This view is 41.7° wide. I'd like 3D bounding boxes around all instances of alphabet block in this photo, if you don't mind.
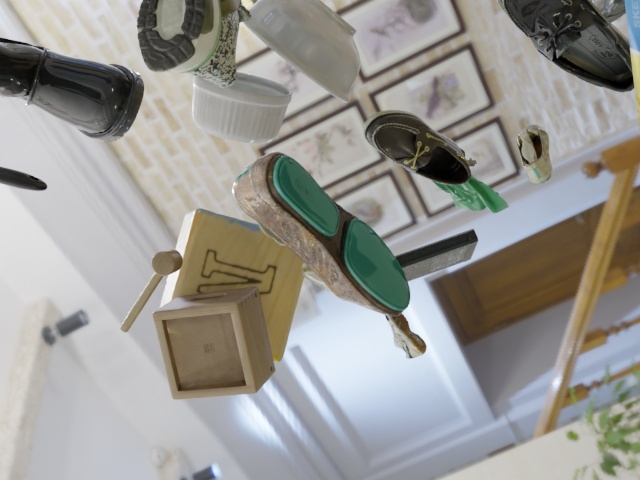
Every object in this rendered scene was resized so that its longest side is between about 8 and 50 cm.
[{"bbox_3d":[-0.142,0.069,1.343,0.192,0.193,0.197,176,109,-77],"label":"alphabet block"}]

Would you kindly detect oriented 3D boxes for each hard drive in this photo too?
[{"bbox_3d":[0.166,0.028,1.264,0.094,0.135,0.022,85,165,-70],"label":"hard drive"}]

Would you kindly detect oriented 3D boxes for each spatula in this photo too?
[{"bbox_3d":[-0.494,-0.118,1.079,0.296,0.030,0.084,22,-167,-6],"label":"spatula"}]

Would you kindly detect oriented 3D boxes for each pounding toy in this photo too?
[{"bbox_3d":[-0.176,0.105,1.159,0.094,0.181,0.206,-38,-62,-70],"label":"pounding toy"}]

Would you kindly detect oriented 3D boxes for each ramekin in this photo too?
[{"bbox_3d":[-0.168,-0.276,1.737,0.207,0.207,0.109,-94,16,-70],"label":"ramekin"}]

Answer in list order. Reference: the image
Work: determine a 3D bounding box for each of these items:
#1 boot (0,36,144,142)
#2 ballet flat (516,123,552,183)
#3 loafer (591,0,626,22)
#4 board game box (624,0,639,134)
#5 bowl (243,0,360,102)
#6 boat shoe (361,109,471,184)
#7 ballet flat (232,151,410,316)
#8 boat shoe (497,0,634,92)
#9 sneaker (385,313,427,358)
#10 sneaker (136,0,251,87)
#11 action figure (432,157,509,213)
[{"bbox_3d":[-0.580,-0.310,1.459,0.445,0.146,0.367,17,180,-42],"label":"boot"},{"bbox_3d":[0.365,-0.163,1.445,0.052,0.057,0.168,44,-154,-28],"label":"ballet flat"},{"bbox_3d":[0.578,-0.492,1.681,0.267,0.096,0.084,63,-176,-88],"label":"loafer"},{"bbox_3d":[0.491,-0.201,1.050,0.242,0.064,0.317,-134,26,-65],"label":"board game box"},{"bbox_3d":[-0.018,-0.432,1.767,0.298,0.134,0.298,38,-168,-9],"label":"bowl"},{"bbox_3d":[0.165,-0.150,1.383,0.227,0.081,0.069,15,-148,-40],"label":"boat shoe"},{"bbox_3d":[0.000,0.000,1.128,0.316,0.106,0.108,47,-136,-30],"label":"ballet flat"},{"bbox_3d":[0.475,-0.385,1.593,0.340,0.127,0.113,33,-140,-22],"label":"boat shoe"},{"bbox_3d":[0.112,0.133,1.189,0.083,0.037,0.032,53,-141,2],"label":"sneaker"},{"bbox_3d":[-0.183,-0.423,1.352,0.182,0.158,0.411,33,-122,-57],"label":"sneaker"},{"bbox_3d":[0.274,-0.138,1.720,0.232,0.137,0.064,37,-117,-35],"label":"action figure"}]
